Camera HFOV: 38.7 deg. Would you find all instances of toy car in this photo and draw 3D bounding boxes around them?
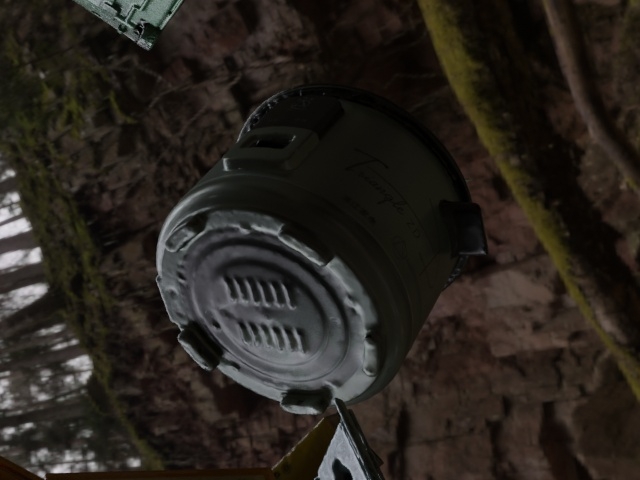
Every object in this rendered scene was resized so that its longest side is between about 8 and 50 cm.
[{"bbox_3d":[-0.115,-0.189,0.572,0.090,0.224,0.076,33,-105,-17],"label":"toy car"}]

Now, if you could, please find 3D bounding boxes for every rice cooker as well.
[{"bbox_3d":[0.000,0.000,0.790,0.227,0.280,0.241,-52,-46,-46],"label":"rice cooker"}]

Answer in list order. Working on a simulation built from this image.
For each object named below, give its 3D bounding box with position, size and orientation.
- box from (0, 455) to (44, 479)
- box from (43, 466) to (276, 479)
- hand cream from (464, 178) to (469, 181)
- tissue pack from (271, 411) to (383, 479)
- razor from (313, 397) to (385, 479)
[{"bbox_3d":[-0.444,0.448,1.188,0.193,0.084,0.301,33,-133,-12],"label":"box"},{"bbox_3d":[-0.185,0.429,1.048,0.283,0.214,0.260,4,-63,-23],"label":"box"},{"bbox_3d":[0.091,-0.027,1.105,0.078,0.205,0.050,-3,-112,-34],"label":"hand cream"},{"bbox_3d":[-0.001,0.377,1.473,0.120,0.169,0.082,47,-169,15],"label":"tissue pack"},{"bbox_3d":[-0.075,0.117,0.310,0.232,0.068,0.106,3,-145,-25],"label":"razor"}]
